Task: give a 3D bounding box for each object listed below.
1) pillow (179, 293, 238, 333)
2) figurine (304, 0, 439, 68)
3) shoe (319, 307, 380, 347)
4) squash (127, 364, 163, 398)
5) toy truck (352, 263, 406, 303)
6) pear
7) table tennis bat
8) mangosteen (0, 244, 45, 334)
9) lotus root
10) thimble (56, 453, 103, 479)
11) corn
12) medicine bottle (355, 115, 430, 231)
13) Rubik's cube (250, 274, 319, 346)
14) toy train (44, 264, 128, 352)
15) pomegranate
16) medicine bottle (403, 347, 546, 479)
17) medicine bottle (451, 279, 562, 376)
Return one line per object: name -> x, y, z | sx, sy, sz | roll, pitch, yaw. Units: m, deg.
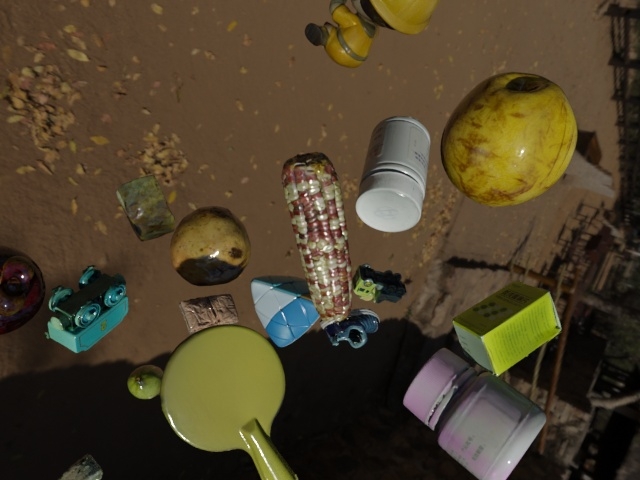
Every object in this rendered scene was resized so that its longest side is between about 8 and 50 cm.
pillow -> -0.405, 0.264, 1.835 | 0.232, 0.126, 0.043 | -5, 156, -47
figurine -> 0.108, -0.424, 0.886 | 0.192, 0.167, 0.257 | -13, 153, -47
shoe -> 0.092, 0.251, 1.393 | 0.207, 0.106, 0.091 | 4, 144, -44
squash -> -0.597, 0.480, 1.693 | 0.123, 0.123, 0.186 | -53, 179, -20
toy truck -> 0.198, 0.162, 1.724 | 0.191, 0.085, 0.116 | 16, 128, -20
pear -> 0.395, -0.214, 1.055 | 0.281, 0.281, 0.280 | -35, 137, -40
table tennis bat -> -0.144, 0.326, 0.924 | 0.224, 0.054, 0.368 | -32, 103, -20
mangosteen -> -0.527, 0.081, 0.809 | 0.152, 0.152, 0.152 | -35, 137, -40
lotus root -> -0.516, -0.084, 1.482 | 0.119, 0.138, 0.235 | -28, 159, -22
thimble -> -0.565, 0.560, 1.163 | 0.110, 0.062, 0.084 | -51, 166, -1
corn -> 0.000, 0.000, 0.670 | 0.079, 0.079, 0.237 | -28, 116, -45
medicine bottle -> 0.219, -0.197, 1.466 | 0.190, 0.190, 0.332 | 75, 23, -46
Rubik's cube -> -0.096, 0.175, 1.520 | 0.254, 0.254, 0.254 | -35, 137, -40
toy train -> -0.573, 0.172, 1.231 | 0.203, 0.112, 0.163 | -46, 156, -50
pomegranate -> -0.374, 0.020, 1.695 | 0.281, 0.281, 0.281 | -35, 137, -40
medicine bottle -> 0.420, 0.480, 1.381 | 0.256, 0.325, 0.256 | -35, 143, -31
medicine bottle -> 0.513, 0.234, 1.370 | 0.250, 0.137, 0.141 | -29, 106, -13
